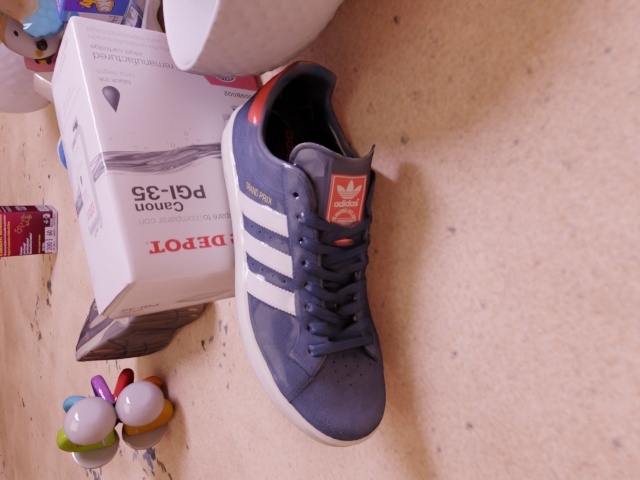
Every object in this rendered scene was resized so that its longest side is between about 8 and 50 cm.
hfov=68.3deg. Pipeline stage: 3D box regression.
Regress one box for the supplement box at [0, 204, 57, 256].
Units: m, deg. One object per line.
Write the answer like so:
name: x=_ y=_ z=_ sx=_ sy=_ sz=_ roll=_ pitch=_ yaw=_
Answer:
supplement box: x=-0.855 y=-0.026 z=1.280 sx=0.073 sy=0.239 sz=0.130 roll=26 pitch=113 yaw=43

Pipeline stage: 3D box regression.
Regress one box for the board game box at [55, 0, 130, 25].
board game box: x=-0.287 y=-0.476 z=0.550 sx=0.233 sy=0.078 sz=0.347 roll=-12 pitch=90 yaw=55

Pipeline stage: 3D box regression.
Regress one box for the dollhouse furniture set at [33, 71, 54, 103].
dollhouse furniture set: x=-0.302 y=-0.158 z=0.687 sx=0.144 sy=0.151 sz=0.123 roll=32 pitch=121 yaw=11

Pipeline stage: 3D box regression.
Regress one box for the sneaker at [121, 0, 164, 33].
sneaker: x=-0.326 y=-0.377 z=0.744 sx=0.112 sy=0.131 sz=0.296 roll=-21 pitch=77 yaw=49

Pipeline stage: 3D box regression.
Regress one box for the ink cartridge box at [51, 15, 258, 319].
ink cartridge box: x=-0.154 y=-0.078 z=0.526 sx=0.117 sy=0.207 sz=0.283 roll=-33 pitch=70 yaw=47

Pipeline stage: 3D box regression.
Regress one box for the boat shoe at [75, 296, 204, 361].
boat shoe: x=-0.310 y=0.111 z=0.796 sx=0.355 sy=0.132 sz=0.130 roll=-32 pitch=61 yaw=36

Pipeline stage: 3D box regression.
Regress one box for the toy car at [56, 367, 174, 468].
toy car: x=-0.354 y=0.289 z=0.810 sx=0.136 sy=0.182 sz=0.159 roll=57 pitch=146 yaw=33

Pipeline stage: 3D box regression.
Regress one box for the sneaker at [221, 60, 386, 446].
sneaker: x=0.000 y=0.000 z=0.420 sx=0.148 sy=0.131 sz=0.350 roll=-34 pitch=69 yaw=49

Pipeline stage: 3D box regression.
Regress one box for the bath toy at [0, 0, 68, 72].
bath toy: x=-0.485 y=-0.357 z=0.871 sx=0.129 sy=0.151 sz=0.348 roll=61 pitch=162 yaw=-7

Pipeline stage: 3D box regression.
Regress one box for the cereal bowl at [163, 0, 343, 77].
cereal bowl: x=-0.036 y=-0.307 z=0.394 sx=0.339 sy=0.141 sz=0.339 roll=0 pitch=90 yaw=64

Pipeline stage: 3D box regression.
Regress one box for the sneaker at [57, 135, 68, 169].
sneaker: x=-0.551 y=-0.218 z=1.060 sx=0.084 sy=0.058 sz=0.152 roll=44 pitch=118 yaw=46

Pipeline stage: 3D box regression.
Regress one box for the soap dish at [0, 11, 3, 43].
soap dish: x=-0.556 y=-0.396 z=0.717 sx=0.229 sy=0.118 sz=0.291 roll=-26 pitch=42 yaw=63

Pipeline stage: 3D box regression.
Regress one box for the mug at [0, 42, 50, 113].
mug: x=-0.687 y=-0.466 z=0.970 sx=0.276 sy=0.374 sz=0.328 roll=41 pitch=123 yaw=-7
